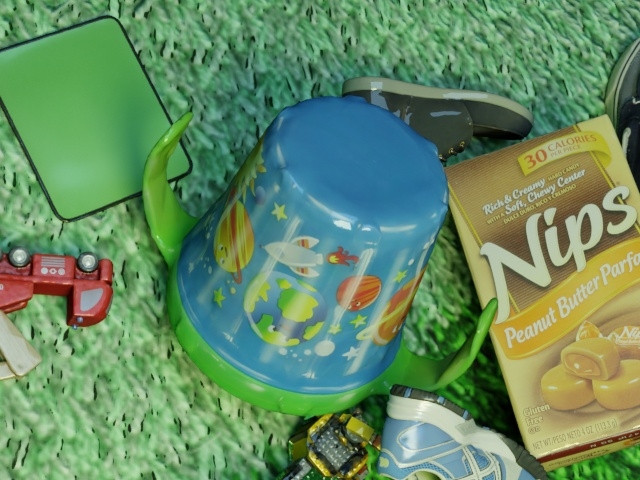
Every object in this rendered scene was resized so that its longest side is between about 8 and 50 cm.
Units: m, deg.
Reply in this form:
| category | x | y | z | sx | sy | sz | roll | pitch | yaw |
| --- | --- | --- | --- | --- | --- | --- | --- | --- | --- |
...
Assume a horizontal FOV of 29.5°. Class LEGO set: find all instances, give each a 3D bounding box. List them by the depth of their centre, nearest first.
| category | x | y | z | sx | sy | sz | roll | pitch | yaw |
| --- | --- | --- | --- | --- | --- | --- | --- | --- | --- |
| LEGO set | 0.047 | 0.303 | 1.056 | 0.255 | 0.192 | 0.331 | -30 | 85 | -27 |

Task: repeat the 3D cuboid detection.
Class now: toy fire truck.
| category | x | y | z | sx | sy | sz | roll | pitch | yaw |
| --- | --- | --- | --- | --- | --- | --- | --- | --- | --- |
| toy fire truck | -0.283 | 0.075 | 1.092 | 0.192 | 0.047 | 0.135 | 6 | 71 | -20 |

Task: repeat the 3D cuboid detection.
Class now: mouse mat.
| category | x | y | z | sx | sy | sz | roll | pitch | yaw |
| --- | --- | --- | --- | --- | --- | --- | --- | --- | --- |
| mouse mat | -0.229 | -0.123 | 1.202 | 0.152 | 0.007 | 0.190 | -24 | 83 | -25 |

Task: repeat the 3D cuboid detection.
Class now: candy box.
| category | x | y | z | sx | sy | sz | roll | pitch | yaw |
| --- | --- | --- | --- | --- | --- | --- | --- | --- | --- |
| candy box | 0.250 | 0.051 | 1.208 | 0.182 | 0.087 | 0.317 | -18 | 67 | 7 |

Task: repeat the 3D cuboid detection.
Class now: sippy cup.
| category | x | y | z | sx | sy | sz | roll | pitch | yaw |
| --- | --- | --- | --- | --- | --- | --- | --- | --- | --- |
| sippy cup | 0.000 | 0.000 | 1.086 | 0.305 | 0.224 | 0.240 | 6 | 47 | -21 |

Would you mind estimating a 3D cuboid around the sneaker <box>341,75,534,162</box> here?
| category | x | y | z | sx | sy | sz | roll | pitch | yaw |
| --- | --- | --- | --- | --- | --- | --- | --- | --- | --- |
| sneaker | 0.122 | -0.099 | 1.295 | 0.222 | 0.083 | 0.118 | 5 | 83 | -19 |

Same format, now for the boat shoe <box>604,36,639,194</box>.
| category | x | y | z | sx | sy | sz | roll | pitch | yaw |
| --- | --- | --- | --- | --- | --- | --- | --- | --- | --- |
| boat shoe | 0.397 | -0.107 | 1.344 | 0.127 | 0.158 | 0.341 | 18 | 67 | -14 |

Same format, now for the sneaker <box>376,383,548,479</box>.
| category | x | y | z | sx | sy | sz | roll | pitch | yaw |
| --- | --- | --- | --- | --- | --- | --- | --- | --- | --- |
| sneaker | 0.123 | 0.201 | 1.088 | 0.211 | 0.080 | 0.081 | 32 | 73 | -34 |
